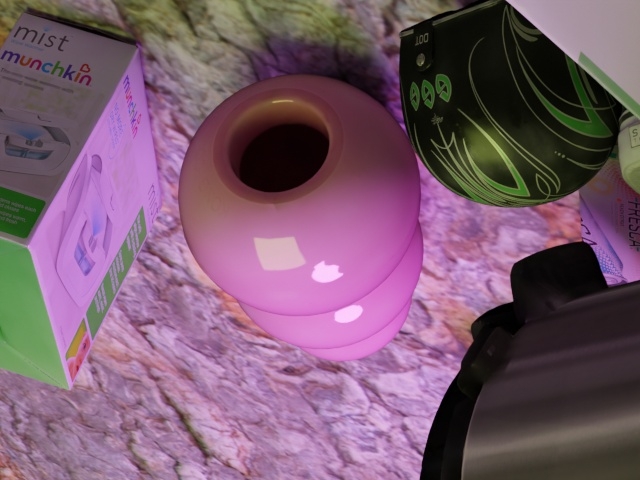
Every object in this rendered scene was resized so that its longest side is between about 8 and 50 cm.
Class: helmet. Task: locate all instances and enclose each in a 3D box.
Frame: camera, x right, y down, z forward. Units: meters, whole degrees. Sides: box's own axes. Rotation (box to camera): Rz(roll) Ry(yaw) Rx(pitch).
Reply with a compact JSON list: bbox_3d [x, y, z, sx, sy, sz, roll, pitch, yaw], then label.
[{"bbox_3d":[0.144,-0.103,1.451,0.169,0.169,0.162,-14,99,47],"label":"helmet"}]

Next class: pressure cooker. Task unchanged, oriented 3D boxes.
[{"bbox_3d":[0.275,0.196,1.405,0.375,0.370,0.420,35,147,-27],"label":"pressure cooker"}]

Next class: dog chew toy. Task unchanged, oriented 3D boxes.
[{"bbox_3d":[0.000,0.000,1.697,0.206,0.207,0.332,13,156,20],"label":"dog chew toy"}]

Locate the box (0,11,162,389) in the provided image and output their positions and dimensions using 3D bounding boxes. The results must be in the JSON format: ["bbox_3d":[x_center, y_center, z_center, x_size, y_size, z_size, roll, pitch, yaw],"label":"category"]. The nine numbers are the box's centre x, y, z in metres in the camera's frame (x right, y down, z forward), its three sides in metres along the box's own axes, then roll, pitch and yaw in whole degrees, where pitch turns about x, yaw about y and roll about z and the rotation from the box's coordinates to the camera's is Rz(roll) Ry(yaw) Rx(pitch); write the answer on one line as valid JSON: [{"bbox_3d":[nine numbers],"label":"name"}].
[{"bbox_3d":[-0.254,-0.034,1.781,0.126,0.231,0.262,18,149,12],"label":"box"}]

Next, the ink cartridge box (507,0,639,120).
[{"bbox_3d":[0.173,-0.177,1.263,0.154,0.212,0.093,38,105,-21],"label":"ink cartridge box"}]

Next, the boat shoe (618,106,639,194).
[{"bbox_3d":[0.301,-0.065,1.448,0.121,0.119,0.335,-3,162,19],"label":"boat shoe"}]

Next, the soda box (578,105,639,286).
[{"bbox_3d":[0.249,-0.033,1.588,0.063,0.058,0.183,13,147,19],"label":"soda box"}]
